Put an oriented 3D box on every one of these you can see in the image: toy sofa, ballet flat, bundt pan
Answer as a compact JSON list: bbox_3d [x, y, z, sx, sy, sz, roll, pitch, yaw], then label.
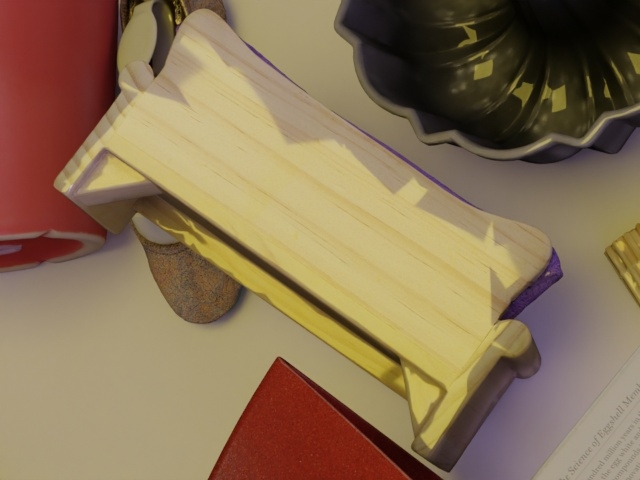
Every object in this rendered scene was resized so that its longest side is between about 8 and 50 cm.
[{"bbox_3d":[0.000,0.000,1.293,0.362,0.150,0.177,34,85,15],"label":"toy sofa"},{"bbox_3d":[-0.131,-0.087,1.469,0.107,0.106,0.316,-16,70,24],"label":"ballet flat"},{"bbox_3d":[0.180,-0.203,1.319,0.330,0.124,0.331,-8,72,27],"label":"bundt pan"}]

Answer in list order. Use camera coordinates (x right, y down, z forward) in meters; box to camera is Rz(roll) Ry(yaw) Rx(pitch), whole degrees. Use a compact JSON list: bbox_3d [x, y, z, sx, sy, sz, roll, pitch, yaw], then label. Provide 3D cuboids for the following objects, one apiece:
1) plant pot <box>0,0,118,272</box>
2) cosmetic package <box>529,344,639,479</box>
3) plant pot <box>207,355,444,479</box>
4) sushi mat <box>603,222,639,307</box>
[{"bbox_3d":[-0.293,-0.103,1.492,0.275,0.275,0.243,-12,81,26],"label":"plant pot"},{"bbox_3d":[0.286,0.161,1.092,0.224,0.138,0.224,33,70,30],"label":"cosmetic package"},{"bbox_3d":[0.037,0.281,1.136,0.236,0.267,0.267,-50,45,-1],"label":"plant pot"},{"bbox_3d":[0.337,0.085,1.216,0.151,0.019,0.317,-37,63,14],"label":"sushi mat"}]
